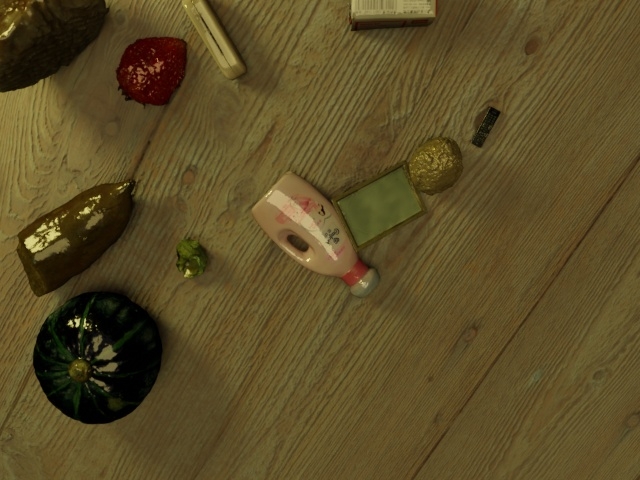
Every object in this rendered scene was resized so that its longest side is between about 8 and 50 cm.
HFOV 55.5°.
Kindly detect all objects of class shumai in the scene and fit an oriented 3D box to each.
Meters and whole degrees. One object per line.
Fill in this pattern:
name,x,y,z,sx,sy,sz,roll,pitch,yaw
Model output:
shumai,-0.633,-0.469,1.217,0.262,0.267,0.314,44,61,-7

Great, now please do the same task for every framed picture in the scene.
framed picture,0.137,-0.079,1.393,0.200,0.010,0.136,-29,101,-14

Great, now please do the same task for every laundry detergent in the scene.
laundry detergent,0.000,0.000,1.414,0.159,0.088,0.335,-43,99,11

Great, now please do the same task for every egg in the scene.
egg,0.257,-0.167,1.348,0.116,0.118,0.140,29,120,14

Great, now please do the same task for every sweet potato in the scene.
sweet potato,-0.555,-0.019,1.405,0.369,0.158,0.158,-34,101,3

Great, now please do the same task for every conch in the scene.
conch,-0.307,0.045,1.442,0.089,0.074,0.121,49,127,24

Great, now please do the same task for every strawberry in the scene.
strawberry,-0.369,-0.377,1.344,0.187,0.082,0.146,-39,106,6

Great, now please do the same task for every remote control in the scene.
remote control,0.372,-0.256,1.373,0.034,0.016,0.091,21,105,-20

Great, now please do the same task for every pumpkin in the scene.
pumpkin,-0.523,0.278,1.428,0.314,0.238,0.316,1,101,5

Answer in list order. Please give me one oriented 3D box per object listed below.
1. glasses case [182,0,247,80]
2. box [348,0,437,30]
glasses case,-0.227,-0.441,1.313,0.050,0.083,0.196,-30,103,7
box,0.145,-0.494,1.262,0.182,0.133,0.099,-1,103,0
